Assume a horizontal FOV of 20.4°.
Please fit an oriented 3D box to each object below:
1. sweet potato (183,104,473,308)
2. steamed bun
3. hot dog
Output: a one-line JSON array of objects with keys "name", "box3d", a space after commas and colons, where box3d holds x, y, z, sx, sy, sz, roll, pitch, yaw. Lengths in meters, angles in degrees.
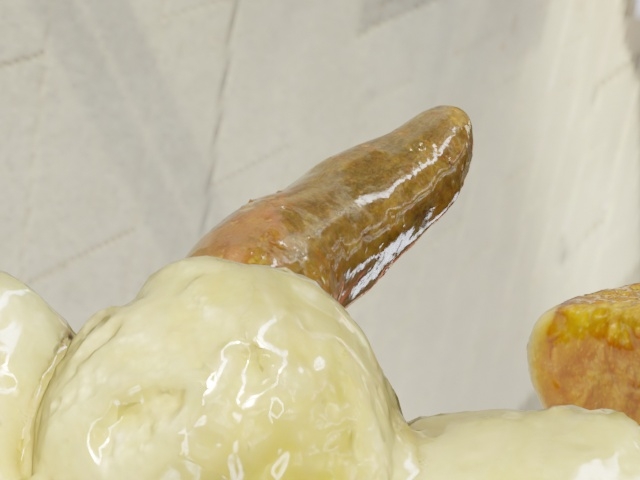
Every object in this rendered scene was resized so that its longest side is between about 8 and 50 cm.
[{"name": "sweet potato", "box3d": [-0.001, 0.000, 1.020, 0.292, 0.097, 0.097, -45, 146, -48]}, {"name": "steamed bun", "box3d": [-0.026, 0.137, 0.540, 0.295, 0.292, 0.137, 56, 31, -36]}, {"name": "hot dog", "box3d": [0.247, 0.102, 1.036, 0.150, 0.257, 0.153, -14, 97, -43]}]
